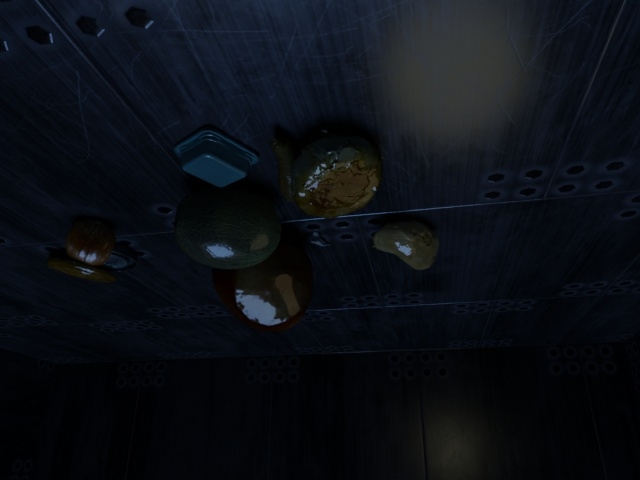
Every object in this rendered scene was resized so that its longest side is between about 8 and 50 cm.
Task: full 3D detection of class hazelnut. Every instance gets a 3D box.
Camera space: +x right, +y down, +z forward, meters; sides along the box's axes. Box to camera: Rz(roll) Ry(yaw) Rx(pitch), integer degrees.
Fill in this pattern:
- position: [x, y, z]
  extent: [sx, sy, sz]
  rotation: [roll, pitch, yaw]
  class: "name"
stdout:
- position: [-0.755, 0.005, 1.654]
  extent: [0.151, 0.150, 0.150]
  rotation: [0, 155, 0]
  class: "hazelnut"
- position: [-0.198, 0.147, 1.735]
  extent: [0.366, 0.365, 0.365]
  rotation: [0, 155, 0]
  class: "hazelnut"

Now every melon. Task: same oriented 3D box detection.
- position: [-0.260, -0.035, 1.436]
  extent: [0.302, 0.237, 0.237]
  rotation: [8, 154, -22]
  class: "melon"

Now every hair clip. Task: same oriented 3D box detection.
- position: [0.001, 0.000, 1.764]
  extent: [0.030, 0.039, 0.115]
  rotation: [0, 168, 21]
  class: "hair clip"

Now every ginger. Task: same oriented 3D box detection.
- position: [0.294, 0.007, 1.649]
  extent: [0.267, 0.137, 0.152]
  rotation: [25, 162, -20]
  class: "ginger"

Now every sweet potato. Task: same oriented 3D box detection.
- position: [-0.082, -0.188, 1.303]
  extent: [0.075, 0.075, 0.273]
  rotation: [-1, 152, 4]
  class: "sweet potato"

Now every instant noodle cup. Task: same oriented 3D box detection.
- position: [-0.266, -0.200, 1.281]
  extent: [0.157, 0.070, 0.179]
  rotation: [-18, 151, 38]
  class: "instant noodle cup"

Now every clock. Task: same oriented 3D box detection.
- position: [-0.796, 0.060, 1.879]
  extent: [0.215, 0.041, 0.215]
  rotation: [1, 155, 0]
  class: "clock"

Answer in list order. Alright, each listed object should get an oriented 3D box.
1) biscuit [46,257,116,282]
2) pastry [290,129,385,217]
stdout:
- position: [-0.927, 0.121, 1.954]
  extent: [0.262, 0.037, 0.262]
  rotation: [12, 164, 3]
  class: "biscuit"
- position: [0.035, -0.162, 1.263]
  extent: [0.236, 0.120, 0.257]
  rotation: [-7, 144, -20]
  class: "pastry"
